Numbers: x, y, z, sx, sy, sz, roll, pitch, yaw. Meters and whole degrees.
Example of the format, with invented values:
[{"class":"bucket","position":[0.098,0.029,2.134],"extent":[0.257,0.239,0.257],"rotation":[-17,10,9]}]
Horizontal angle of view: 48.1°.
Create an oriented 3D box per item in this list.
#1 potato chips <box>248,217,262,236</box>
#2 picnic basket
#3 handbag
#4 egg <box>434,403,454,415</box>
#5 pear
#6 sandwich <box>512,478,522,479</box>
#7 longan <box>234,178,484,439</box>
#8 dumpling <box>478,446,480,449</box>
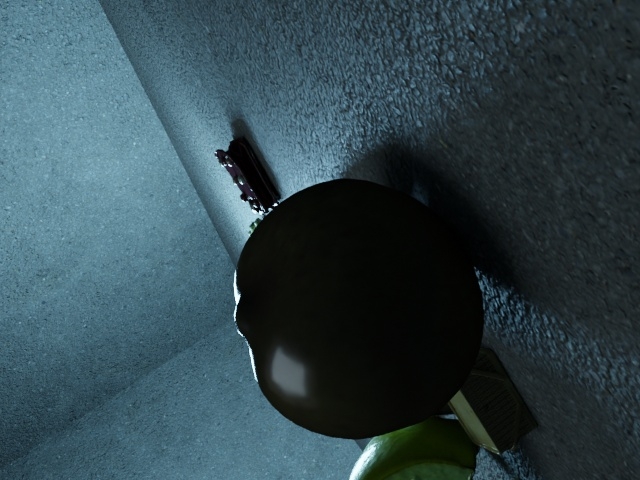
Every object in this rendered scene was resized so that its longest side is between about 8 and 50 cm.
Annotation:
[{"class":"potato chips","position":[-0.100,0.121,2.319],"extent":[0.429,0.070,0.358],"rotation":[55,165,6]},{"class":"picnic basket","position":[0.259,0.253,1.153],"extent":[0.164,0.079,0.115],"rotation":[58,167,-4]},{"class":"handbag","position":[-0.201,-0.169,1.944],"extent":[0.216,0.074,0.203],"rotation":[60,169,-14]},{"class":"egg","position":[0.139,0.256,1.426],"extent":[0.286,0.174,0.264],"rotation":[52,171,11]},{"class":"pear","position":[0.169,0.465,1.357],"extent":[0.318,0.238,0.342],"rotation":[-59,-24,-71]},{"class":"sandwich","position":[0.391,0.529,1.289],"extent":[0.155,0.227,0.198],"rotation":[56,-156,0]},{"class":"longan","position":[0.041,0.089,0.983],"extent":[0.361,0.361,0.361],"rotation":[54,168,17]},{"class":"dumpling","position":[0.308,0.425,1.501],"extent":[0.077,0.043,0.059],"rotation":[57,-169,-12]}]
